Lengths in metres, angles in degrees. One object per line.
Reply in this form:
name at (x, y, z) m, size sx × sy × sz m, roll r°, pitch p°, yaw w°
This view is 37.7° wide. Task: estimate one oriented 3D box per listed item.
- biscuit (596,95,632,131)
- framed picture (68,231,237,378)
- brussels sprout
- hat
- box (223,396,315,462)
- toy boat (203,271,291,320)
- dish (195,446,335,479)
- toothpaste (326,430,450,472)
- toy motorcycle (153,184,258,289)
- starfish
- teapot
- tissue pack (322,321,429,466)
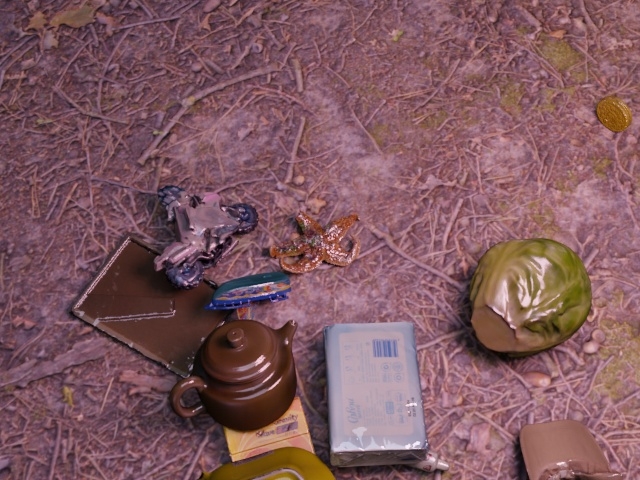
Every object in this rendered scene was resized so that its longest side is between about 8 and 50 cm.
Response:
biscuit at (0.635, -0.274, 2.030) m, size 0.023 × 0.084 × 0.084 m, roll -39°, pitch 71°, yaw -19°
framed picture at (-0.323, 0.125, 1.846) m, size 0.281 × 0.019 × 0.209 m, roll 29°, pitch 67°, yaw 12°
brussels sprout at (0.394, 0.107, 1.779) m, size 0.244 × 0.244 × 0.244 m, roll 1°, pitch 64°, yaw -1°
hat at (0.441, 0.423, 1.708) m, size 0.166 × 0.144 × 0.173 m, roll -7°, pitch 21°, yaw -3°
box at (-0.074, 0.431, 1.689) m, size 0.152 × 0.043 × 0.269 m, roll -14°, pitch 65°, yaw -7°
toy boat at (-0.141, 0.127, 1.815) m, size 0.175 × 0.091 × 0.110 m, roll -9°, pitch 104°, yaw -23°
dish at (-0.092, 0.456, 1.596) m, size 0.263 × 0.108 × 0.221 m, roll -7°, pitch 65°, yaw -3°
toothpaste at (0.125, 0.381, 1.725) m, size 0.234 × 0.038 × 0.060 m, roll 17°, pitch 54°, yaw 9°
toy motorcycle at (-0.264, -0.027, 1.878) m, size 0.204 × 0.108 × 0.239 m, roll 36°, pitch 42°, yaw 11°
starfish at (-0.002, 0.003, 1.909) m, size 0.210 × 0.053 × 0.150 m, roll -36°, pitch 83°, yaw -22°
teapot at (-0.152, 0.228, 1.690) m, size 0.268 × 0.175 × 0.185 m, roll -29°, pitch 47°, yaw -19°
tissue pack at (0.098, 0.281, 1.727) m, size 0.177 × 0.089 × 0.263 m, roll -2°, pitch 54°, yaw -2°
